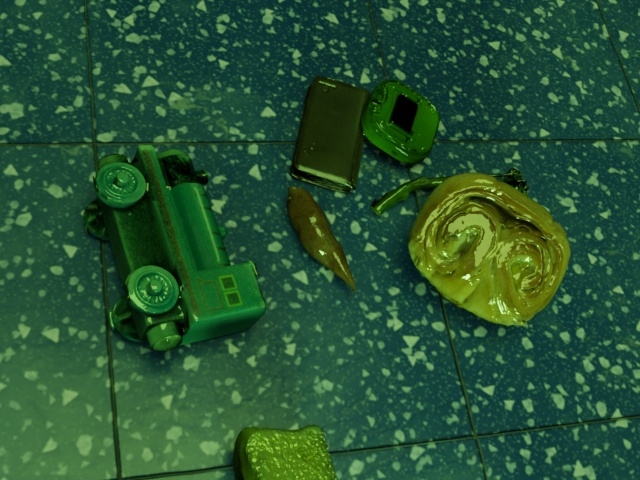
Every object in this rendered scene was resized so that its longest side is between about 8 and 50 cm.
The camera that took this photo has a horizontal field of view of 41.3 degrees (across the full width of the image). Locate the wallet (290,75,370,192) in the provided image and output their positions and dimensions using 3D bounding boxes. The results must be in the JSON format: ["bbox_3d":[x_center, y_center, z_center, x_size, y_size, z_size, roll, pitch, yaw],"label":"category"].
[{"bbox_3d":[0.019,-0.175,1.378,0.110,0.031,0.198,15,60,-8],"label":"wallet"}]

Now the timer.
[{"bbox_3d":[0.134,-0.197,1.400,0.128,0.047,0.140,32,51,-13],"label":"timer"}]

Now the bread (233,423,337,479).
[{"bbox_3d":[-0.050,0.296,1.068,0.114,0.111,0.129,-5,63,-23],"label":"bread"}]

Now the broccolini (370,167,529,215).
[{"bbox_3d":[0.215,-0.047,1.365,0.271,0.062,0.123,-7,61,-12],"label":"broccolini"}]

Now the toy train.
[{"bbox_3d":[-0.208,0.005,1.173,0.194,0.120,0.298,-10,66,-29],"label":"toy train"}]

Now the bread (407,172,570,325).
[{"bbox_3d":[0.252,0.010,1.277,0.236,0.120,0.198,34,77,-1],"label":"bread"}]

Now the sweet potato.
[{"bbox_3d":[0.000,0.000,1.271,0.056,0.056,0.195,-26,78,-26],"label":"sweet potato"}]
